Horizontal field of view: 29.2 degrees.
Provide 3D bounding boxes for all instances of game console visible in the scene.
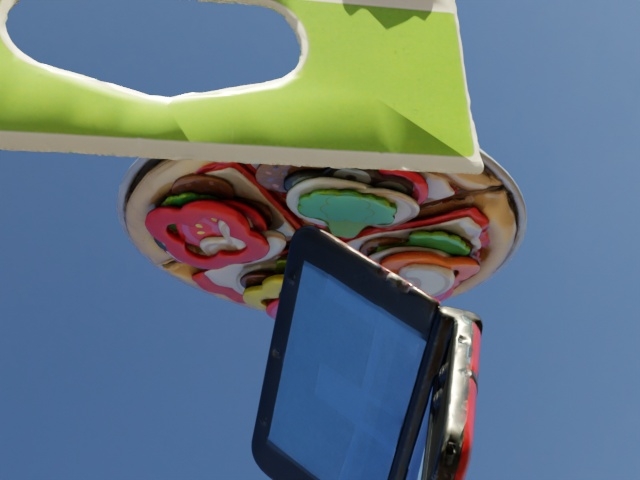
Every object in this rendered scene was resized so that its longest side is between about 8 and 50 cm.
[{"bbox_3d":[0.009,0.089,0.502,0.085,0.124,0.144,13,-56,2],"label":"game console"}]

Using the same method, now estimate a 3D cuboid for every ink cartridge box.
[{"bbox_3d":[-0.064,-0.120,0.404,0.189,0.097,0.255,2,-115,-16],"label":"ink cartridge box"}]

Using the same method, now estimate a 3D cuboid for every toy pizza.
[{"bbox_3d":[0.000,0.000,0.604,0.201,0.201,0.032,28,-127,-36],"label":"toy pizza"}]
